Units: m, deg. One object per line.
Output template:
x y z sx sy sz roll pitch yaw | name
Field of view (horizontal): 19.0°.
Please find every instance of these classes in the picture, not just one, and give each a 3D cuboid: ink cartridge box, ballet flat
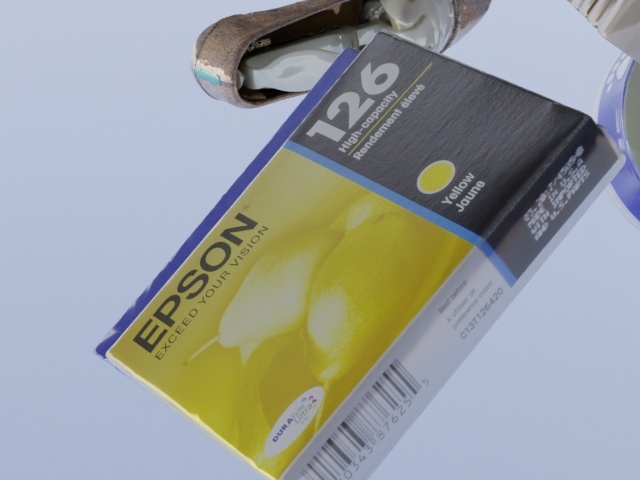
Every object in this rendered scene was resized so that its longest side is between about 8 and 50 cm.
0.000 0.000 1.280 0.304 0.072 0.307 -51 -138 -9 | ink cartridge box
0.036 -0.186 1.797 0.316 0.108 0.106 -20 -155 -14 | ballet flat

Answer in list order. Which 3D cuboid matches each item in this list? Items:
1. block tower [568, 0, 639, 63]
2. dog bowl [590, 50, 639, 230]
0.168 -0.155 0.994 0.097 0.091 0.335 31 -166 -14 | block tower
0.426 -0.119 2.027 0.264 0.265 0.104 6 172 -9 | dog bowl
